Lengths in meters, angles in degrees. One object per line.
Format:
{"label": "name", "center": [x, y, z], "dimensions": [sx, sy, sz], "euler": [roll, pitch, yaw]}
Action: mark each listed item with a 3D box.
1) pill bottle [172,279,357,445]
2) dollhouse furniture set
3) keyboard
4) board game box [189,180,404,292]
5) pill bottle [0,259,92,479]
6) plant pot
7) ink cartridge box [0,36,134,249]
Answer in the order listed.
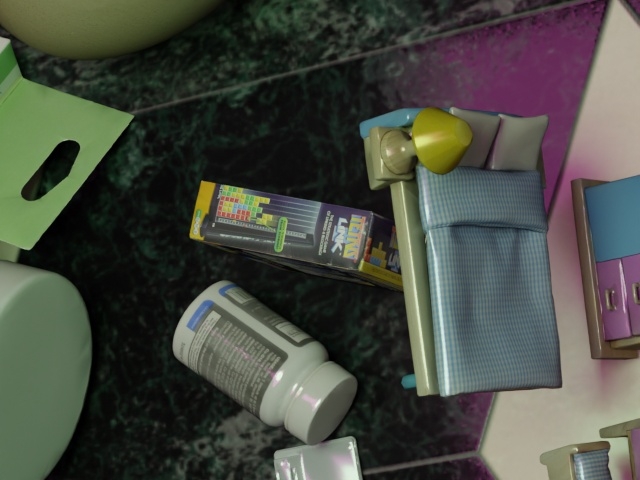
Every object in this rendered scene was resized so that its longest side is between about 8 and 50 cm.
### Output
{"label": "pill bottle", "center": [-0.043, 0.098, 1.511], "dimensions": [0.137, 0.078, 0.078], "euler": [34, 97, 22]}
{"label": "dollhouse furniture set", "center": [0.194, 0.046, 1.274], "dimensions": [0.198, 0.303, 0.286], "euler": [-15, 77, 43]}
{"label": "keyboard", "center": [0.015, 0.286, 1.502], "dimensions": [0.072, 0.014, 0.256], "euler": [-12, 79, 15]}
{"label": "board game box", "center": [0.000, 0.000, 1.456], "dimensions": [0.141, 0.170, 0.048], "euler": [9, 85, 22]}
{"label": "pill bottle", "center": [-0.403, 0.078, 1.580], "dimensions": [0.392, 0.224, 0.224], "euler": [13, 88, 23]}
{"label": "plant pot", "center": [-0.182, -0.255, 1.535], "dimensions": [0.284, 0.284, 0.191], "euler": [50, 138, 20]}
{"label": "ink cartridge box", "center": [-0.301, -0.098, 1.608], "dimensions": [0.235, 0.056, 0.171], "euler": [17, 54, 24]}
